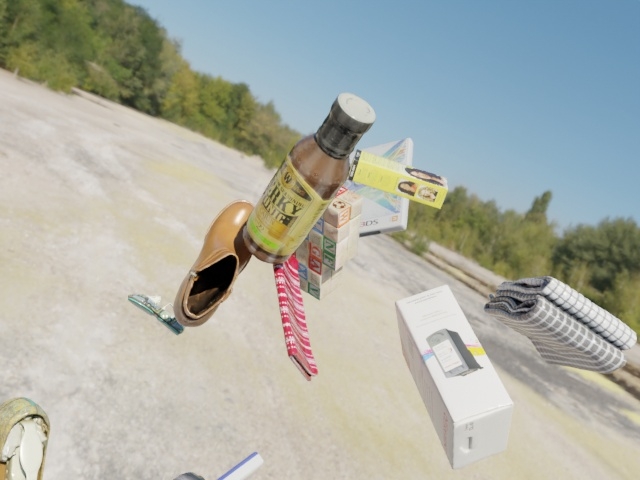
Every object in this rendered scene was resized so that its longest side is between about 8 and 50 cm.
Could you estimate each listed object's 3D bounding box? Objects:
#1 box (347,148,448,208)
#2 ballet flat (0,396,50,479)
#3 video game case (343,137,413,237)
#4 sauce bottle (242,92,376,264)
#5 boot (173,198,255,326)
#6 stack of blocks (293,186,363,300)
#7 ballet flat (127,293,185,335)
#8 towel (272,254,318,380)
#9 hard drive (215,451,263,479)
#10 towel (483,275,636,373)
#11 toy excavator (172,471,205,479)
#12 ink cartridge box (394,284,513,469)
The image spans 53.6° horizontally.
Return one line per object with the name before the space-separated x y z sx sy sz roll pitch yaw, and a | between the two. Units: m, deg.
box | 0.184 -0.148 1.509 0.232 0.058 0.087 17 25 0
ballet flat | -0.581 0.480 1.210 0.123 0.349 0.123 1 -9 0
video game case | 0.135 -0.153 1.961 0.299 0.329 0.036 -10 -36 29
sauce bottle | -0.024 -0.100 1.076 0.111 0.344 0.111 20 41 -18
boot | -0.186 0.031 1.176 0.109 0.283 0.220 35 -16 -7
stack of blocks | 0.000 0.000 1.544 0.171 0.297 0.087 31 46 30
ballet flat | -0.466 0.198 1.831 0.188 0.070 0.070 40 1 -15
towel | -0.056 0.125 1.266 0.031 0.275 0.199 -14 -28 5
hard drive | -0.289 0.640 1.503 0.040 0.210 0.318 46 30 17
towel | 0.510 0.184 1.395 0.235 0.121 0.283 32 -8 -3
toy excavator | -0.224 0.593 0.919 0.222 0.445 0.433 19 -18 28
ink cartridge box | 0.273 0.284 1.334 0.226 0.131 0.306 77 -7 -48
